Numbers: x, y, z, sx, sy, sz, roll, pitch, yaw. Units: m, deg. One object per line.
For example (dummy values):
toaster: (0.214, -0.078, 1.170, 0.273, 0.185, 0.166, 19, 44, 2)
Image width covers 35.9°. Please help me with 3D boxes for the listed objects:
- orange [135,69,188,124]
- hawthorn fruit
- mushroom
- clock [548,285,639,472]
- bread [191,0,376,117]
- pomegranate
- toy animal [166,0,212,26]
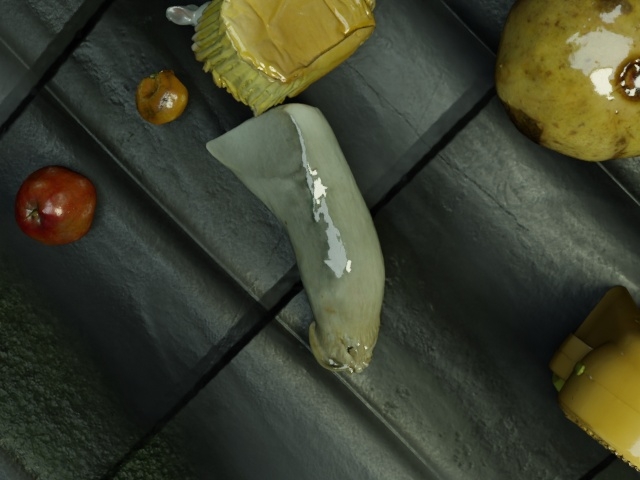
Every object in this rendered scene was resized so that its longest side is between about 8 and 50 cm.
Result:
orange: (-0.230, -0.207, 1.447, 0.086, 0.062, 0.086, -18, 60, 35)
hawthorn fruit: (-0.406, -0.056, 1.488, 0.125, 0.140, 0.125, -11, 71, 33)
mushroom: (0.000, 0.001, 1.409, 0.177, 0.126, 0.397, -22, 95, 32)
clock: (0.426, 0.205, 1.259, 0.244, 0.317, 0.200, 32, 99, 5)
bread: (-0.047, -0.287, 1.304, 0.250, 0.133, 0.179, -47, 109, -26)
pomegranate: (0.350, -0.230, 1.220, 0.281, 0.281, 0.281, 2, 101, 12)
toy animal: (-0.141, -0.321, 1.402, 0.124, 0.071, 0.085, -28, 95, 16)
